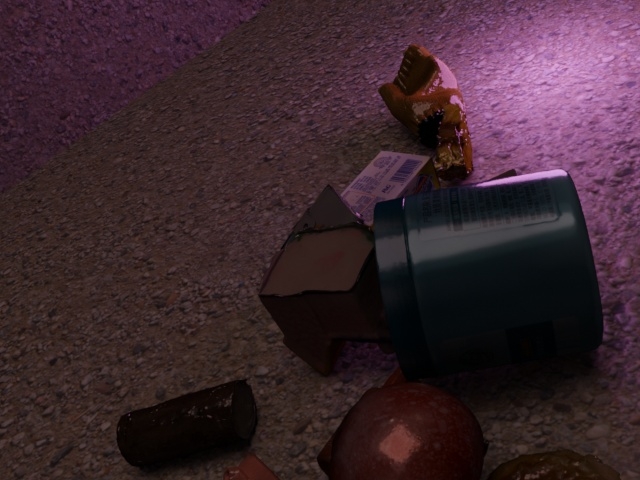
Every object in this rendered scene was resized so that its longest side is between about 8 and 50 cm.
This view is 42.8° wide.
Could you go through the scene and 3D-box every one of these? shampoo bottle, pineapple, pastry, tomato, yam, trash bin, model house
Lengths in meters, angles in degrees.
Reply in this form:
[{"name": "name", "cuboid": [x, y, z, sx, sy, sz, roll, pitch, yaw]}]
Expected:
[{"name": "shampoo bottle", "cuboid": [0.295, 0.058, 1.450, 0.342, 0.331, 0.331, -11, 37, 12]}, {"name": "pineapple", "cuboid": [0.329, -0.213, 1.983, 0.079, 0.135, 0.233, -2, 50, 17]}, {"name": "pastry", "cuboid": [0.327, 0.420, 1.169, 0.257, 0.121, 0.236, -29, 31, 0]}, {"name": "tomato", "cuboid": [0.126, 0.345, 1.258, 0.227, 0.270, 0.270, 23, 51, 10]}, {"name": "yam", "cuboid": [-0.265, 0.367, 1.617, 0.279, 0.131, 0.131, -18, 35, 14]}, {"name": "trash bin", "cuboid": [0.415, -0.120, 1.878, 0.092, 0.043, 0.061, -22, 35, 13]}, {"name": "shampoo bottle", "cuboid": [0.093, 0.326, 1.474, 0.085, 0.085, 0.244, 13, 49, 43]}, {"name": "model house", "cuboid": [0.047, 0.119, 1.628, 0.236, 0.237, 0.202, -7, 37, 32]}]

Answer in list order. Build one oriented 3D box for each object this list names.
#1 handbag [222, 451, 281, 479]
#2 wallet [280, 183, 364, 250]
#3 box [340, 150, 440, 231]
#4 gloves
[{"name": "handbag", "cuboid": [-0.161, 0.489, 1.444, 0.212, 0.059, 0.157, -40, 37, -17]}, {"name": "wallet", "cuboid": [0.000, 0.000, 1.882, 0.231, 0.069, 0.170, -54, 44, 14]}, {"name": "box", "cuboid": [0.148, -0.096, 1.968, 0.168, 0.097, 0.265, 12, 49, 42]}, {"name": "gloves", "cuboid": [0.279, -0.381, 2.203, 0.203, 0.155, 0.357, -28, 50, 11]}]
